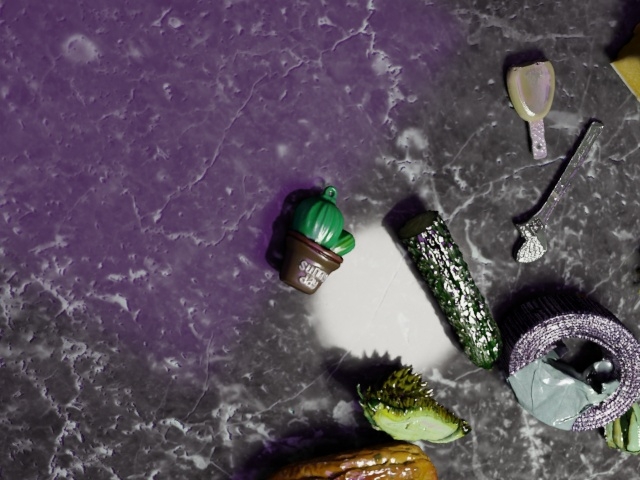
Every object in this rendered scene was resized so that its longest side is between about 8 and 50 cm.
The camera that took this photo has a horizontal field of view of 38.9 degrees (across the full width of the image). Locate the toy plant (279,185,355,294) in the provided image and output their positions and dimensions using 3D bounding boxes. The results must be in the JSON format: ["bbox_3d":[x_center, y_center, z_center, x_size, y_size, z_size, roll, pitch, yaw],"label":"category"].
[{"bbox_3d":[0.000,0.000,1.675,0.143,0.105,0.200,30,83,-28],"label":"toy plant"}]

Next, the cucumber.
[{"bbox_3d":[0.271,0.109,1.773,0.096,0.096,0.359,-34,110,-4],"label":"cucumber"}]

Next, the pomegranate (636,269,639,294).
[{"bbox_3d":[0.814,0.037,1.855,0.286,0.231,0.231,17,100,11],"label":"pomegranate"}]

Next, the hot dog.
[{"bbox_3d":[0.053,0.530,1.769,0.387,0.174,0.267,-12,96,-7],"label":"hot dog"}]

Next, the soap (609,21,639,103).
[{"bbox_3d":[0.773,-0.335,1.766,0.293,0.156,0.335,-45,111,-5],"label":"soap"}]

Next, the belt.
[{"bbox_3d":[0.512,0.250,1.850,0.325,0.122,0.260,32,105,-21],"label":"belt"}]

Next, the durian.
[{"bbox_3d":[0.166,0.328,1.786,0.375,0.106,0.132,24,107,-42],"label":"durian"}]

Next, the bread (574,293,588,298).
[{"bbox_3d":[0.548,0.149,1.889,0.049,0.033,0.088,-37,112,9],"label":"bread"}]

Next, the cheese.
[{"bbox_3d":[0.413,-0.251,1.751,0.097,0.037,0.192,-15,108,-9],"label":"cheese"}]

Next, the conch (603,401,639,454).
[{"bbox_3d":[0.651,0.388,1.961,0.106,0.079,0.170,-17,92,-16],"label":"conch"}]

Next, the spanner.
[{"bbox_3d":[0.476,-0.096,1.813,0.093,0.026,0.325,30,94,-20],"label":"spanner"}]
